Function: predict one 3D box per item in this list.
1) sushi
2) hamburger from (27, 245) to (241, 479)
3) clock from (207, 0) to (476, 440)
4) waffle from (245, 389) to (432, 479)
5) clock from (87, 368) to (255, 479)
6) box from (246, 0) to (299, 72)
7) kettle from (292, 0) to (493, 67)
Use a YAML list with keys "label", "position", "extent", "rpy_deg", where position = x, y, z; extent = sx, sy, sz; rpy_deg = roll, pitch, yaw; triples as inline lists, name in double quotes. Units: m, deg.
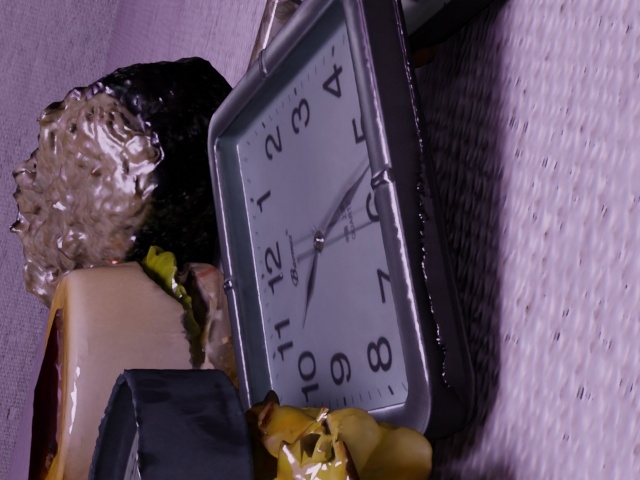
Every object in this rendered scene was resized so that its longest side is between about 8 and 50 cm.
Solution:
- label: "sushi"
  position: [-0.208, -0.045, 0.967]
  extent: [0.211, 0.171, 0.350]
  rpy_deg: [60, 139, 14]
- label: "hamburger"
  position: [-0.160, 0.155, 0.805]
  extent: [0.302, 0.170, 0.302]
  rpy_deg: [-173, 90, -69]
- label: "clock"
  position: [0.001, 0.000, 0.589]
  extent: [0.279, 0.049, 0.273]
  rpy_deg: [148, 117, -61]
- label: "waffle"
  position: [-0.017, 0.267, 0.468]
  extent: [0.382, 0.095, 0.379]
  rpy_deg: [151, 123, -66]
- label: "clock"
  position: [-0.103, 0.225, 0.526]
  extent: [0.312, 0.061, 0.312]
  rpy_deg: [-171, 90, -72]
- label: "box"
  position: [-0.026, -0.165, 0.789]
  extent: [0.045, 0.062, 0.098]
  rpy_deg: [-119, 43, -66]
- label: "kettle"
  position: [0.050, -0.244, 0.531]
  extent: [0.240, 0.165, 0.255]
  rpy_deg: [61, 144, 18]
